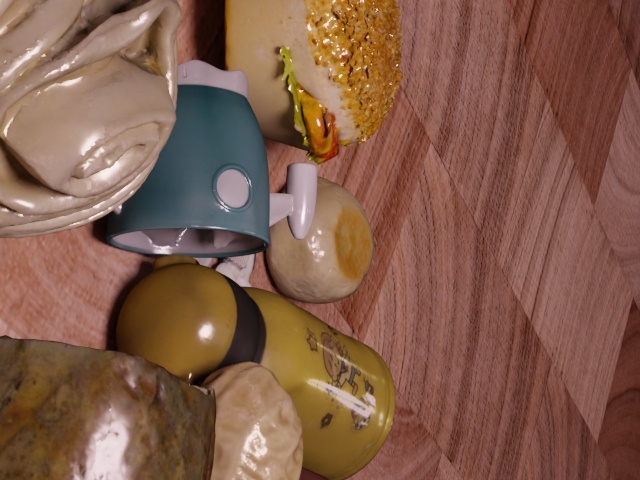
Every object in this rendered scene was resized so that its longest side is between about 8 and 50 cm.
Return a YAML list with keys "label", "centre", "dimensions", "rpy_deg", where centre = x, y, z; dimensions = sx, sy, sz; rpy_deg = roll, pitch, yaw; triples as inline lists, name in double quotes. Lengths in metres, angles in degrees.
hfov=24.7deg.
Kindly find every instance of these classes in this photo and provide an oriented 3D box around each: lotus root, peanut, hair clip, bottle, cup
- label: "lotus root"
  centre: [-0.232, 0.259, 1.218]
  dimensions: [0.250, 0.250, 0.346]
  rpy_deg: [30, 72, -58]
- label: "peanut"
  centre: [-0.090, 0.260, 1.349]
  dimensions: [0.136, 0.120, 0.298]
  rpy_deg: [33, 62, -37]
- label: "hair clip"
  centre: [-0.106, 0.002, 1.597]
  dimensions: [0.172, 0.049, 0.116]
  rpy_deg: [45, 59, -57]
- label: "bottle"
  centre: [-0.072, 0.132, 1.544]
  dimensions: [0.351, 0.171, 0.172]
  rpy_deg: [37, 62, -50]
- label: "cup"
  centre: [-0.128, -0.079, 1.440]
  dimensions: [0.299, 0.167, 0.173]
  rpy_deg: [9, 76, -36]

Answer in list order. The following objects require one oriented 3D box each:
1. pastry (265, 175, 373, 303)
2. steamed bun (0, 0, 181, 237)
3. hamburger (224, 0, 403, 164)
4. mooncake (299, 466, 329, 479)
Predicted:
- label: "pastry"
  centre: [0.000, 0.000, 1.745]
  dimensions: [0.156, 0.092, 0.157]
  rpy_deg: [17, 71, -61]
- label: "steamed bun"
  centre: [-0.223, -0.154, 1.154]
  dimensions: [0.309, 0.219, 0.324]
  rpy_deg: [-21, 126, -55]
- label: "hamburger"
  centre: [0.000, -0.230, 1.584]
  dimensions: [0.276, 0.179, 0.294]
  rpy_deg: [-25, 116, -79]
- label: "mooncake"
  centre: [-0.071, 0.398, 1.438]
  dimensions: [0.326, 0.334, 0.174]
  rpy_deg: [-35, 147, -7]
